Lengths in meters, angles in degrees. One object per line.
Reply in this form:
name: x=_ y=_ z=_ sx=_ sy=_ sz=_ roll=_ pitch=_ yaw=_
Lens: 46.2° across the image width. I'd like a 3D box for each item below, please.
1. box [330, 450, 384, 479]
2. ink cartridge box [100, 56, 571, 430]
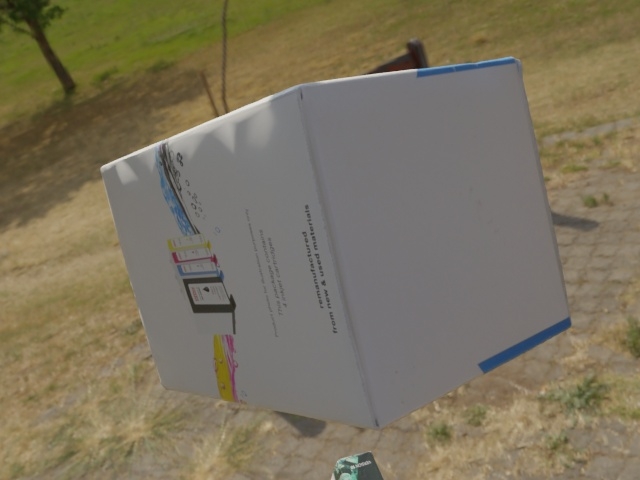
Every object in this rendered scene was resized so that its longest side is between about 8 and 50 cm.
box: x=0.085 y=0.464 z=0.945 sx=0.058 sy=0.232 sz=0.322 roll=-12 pitch=50 yaw=-19
ink cartridge box: x=0.000 y=0.000 z=0.480 sx=0.171 sy=0.168 sz=0.232 roll=-17 pitch=7 yaw=-37
